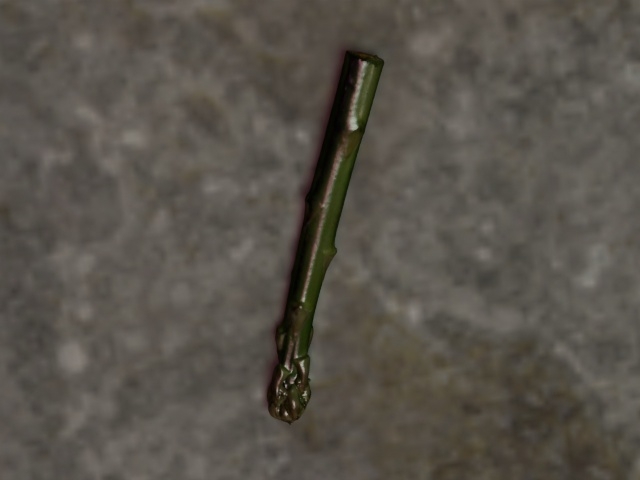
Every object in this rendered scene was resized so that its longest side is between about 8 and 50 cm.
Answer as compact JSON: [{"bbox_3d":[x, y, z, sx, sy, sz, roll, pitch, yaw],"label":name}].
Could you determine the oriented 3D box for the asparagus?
[{"bbox_3d":[0.000,0.000,0.645,0.015,0.018,0.127,0,108,-41],"label":"asparagus"}]
